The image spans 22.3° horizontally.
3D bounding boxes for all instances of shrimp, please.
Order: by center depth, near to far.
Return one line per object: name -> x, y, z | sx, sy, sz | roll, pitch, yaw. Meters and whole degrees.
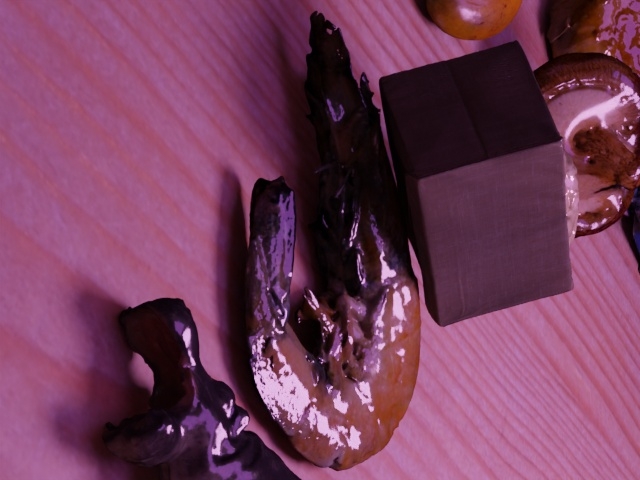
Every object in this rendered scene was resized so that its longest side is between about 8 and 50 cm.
shrimp -> 0.000, 0.000, 1.557 | 0.272, 0.085, 0.445 | -5, 92, -55

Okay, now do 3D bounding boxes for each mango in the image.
mango -> 0.184, -0.290, 1.920 | 0.165, 0.089, 0.115 | -52, 126, -48

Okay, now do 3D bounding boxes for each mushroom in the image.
mushroom -> 0.314, -0.124, 2.031 | 0.138, 0.194, 0.231 | -68, 175, -82

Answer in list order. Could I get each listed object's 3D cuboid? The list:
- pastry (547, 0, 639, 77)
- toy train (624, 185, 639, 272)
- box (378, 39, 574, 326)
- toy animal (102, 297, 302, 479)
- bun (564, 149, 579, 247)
pastry -> 0.427, -0.272, 2.258 | 0.236, 0.121, 0.257 | 46, 66, -23
toy train -> 0.525, -0.097, 2.435 | 0.202, 0.131, 0.300 | 60, 37, -46
box -> 0.155, -0.052, 1.619 | 0.231, 0.155, 0.149 | 75, -1, -48
toy animal -> -0.075, 0.214, 1.335 | 0.343, 0.106, 0.168 | 57, 41, -27
bun -> 0.214, -0.047, 1.856 | 0.244, 0.153, 0.244 | 29, 54, -50
